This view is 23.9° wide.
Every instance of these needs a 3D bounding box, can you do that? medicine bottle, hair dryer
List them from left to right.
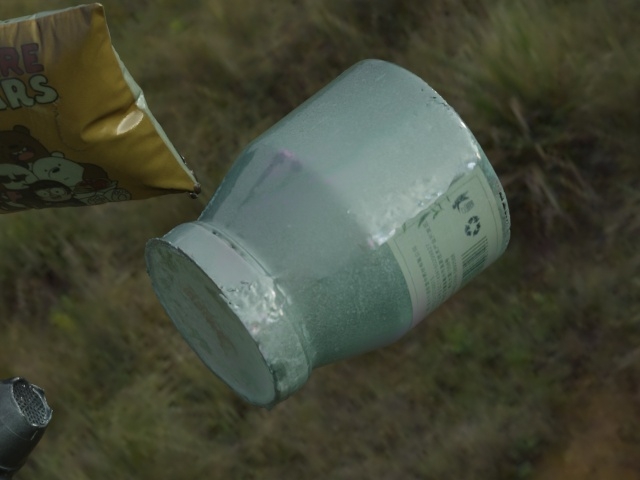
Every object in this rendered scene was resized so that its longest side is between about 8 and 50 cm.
[{"bbox_3d":[-0.299,0.274,1.304,0.235,0.091,0.271,-36,65,20],"label":"hair dryer"},{"bbox_3d":[0.000,0.000,1.460,0.290,0.245,0.245,-36,31,-21],"label":"medicine bottle"}]

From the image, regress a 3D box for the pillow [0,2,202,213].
[{"bbox_3d":[-0.329,-0.140,1.727,0.310,0.312,0.119,-3,49,21],"label":"pillow"}]
